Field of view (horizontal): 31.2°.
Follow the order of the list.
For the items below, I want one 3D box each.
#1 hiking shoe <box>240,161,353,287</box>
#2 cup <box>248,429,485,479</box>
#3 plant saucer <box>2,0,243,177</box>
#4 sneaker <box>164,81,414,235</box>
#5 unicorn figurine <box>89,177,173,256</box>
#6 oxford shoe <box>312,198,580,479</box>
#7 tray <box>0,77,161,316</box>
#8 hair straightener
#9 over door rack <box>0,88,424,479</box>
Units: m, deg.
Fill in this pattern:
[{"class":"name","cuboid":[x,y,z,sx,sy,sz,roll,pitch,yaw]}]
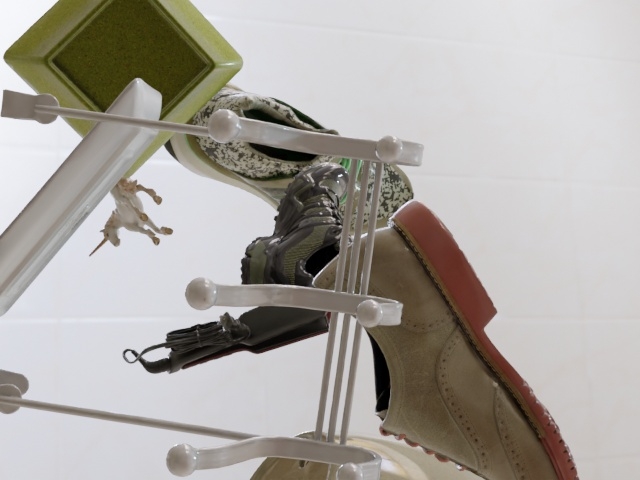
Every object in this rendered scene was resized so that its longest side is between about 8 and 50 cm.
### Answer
[{"class":"hiking shoe","cuboid":[0.000,0.000,1.303,0.086,0.114,0.227,87,26,-45]},{"class":"cup","cuboid":[0.037,0.351,1.318,0.331,0.237,0.331,-38,-155,21]},{"class":"plant saucer","cuboid":[-0.203,-0.189,1.215,0.188,0.188,0.045,-44,-159,-2]},{"class":"sneaker","cuboid":[-0.011,-0.102,1.572,0.182,0.410,0.158,5,-101,55]},{"class":"unicorn figurine","cuboid":[-0.254,-0.034,1.530,0.111,0.060,0.162,27,-50,29]},{"class":"oxford shoe","cuboid":[0.113,0.143,0.971,0.348,0.130,0.123,60,-7,-6]},{"class":"tray","cuboid":[-0.224,-0.022,0.981,0.270,0.030,0.145,-49,-177,1]},{"class":"hair straightener","cuboid":[-0.101,0.090,1.206,0.089,0.230,0.047,71,7,-60]},{"class":"over door rack","cuboid":[-0.105,0.028,0.791,0.108,0.324,0.240,1,97,-72]}]
